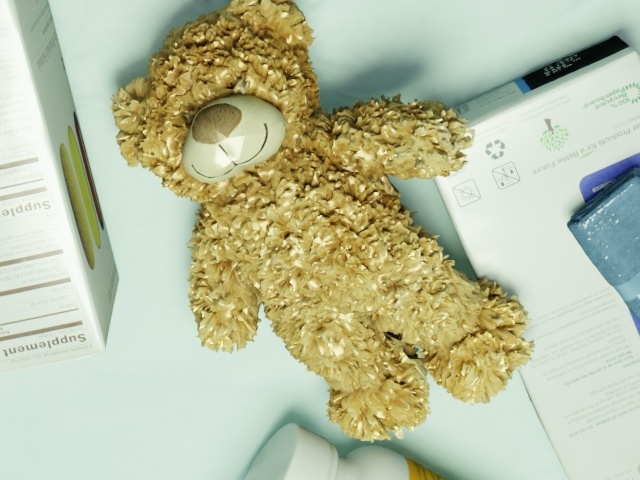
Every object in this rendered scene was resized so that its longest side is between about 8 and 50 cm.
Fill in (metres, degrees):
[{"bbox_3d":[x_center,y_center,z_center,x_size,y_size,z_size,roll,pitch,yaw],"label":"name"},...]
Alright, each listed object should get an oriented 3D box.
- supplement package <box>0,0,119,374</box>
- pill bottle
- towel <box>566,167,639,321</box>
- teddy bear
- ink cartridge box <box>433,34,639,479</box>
[{"bbox_3d":[-0.228,-0.046,0.982,0.133,0.139,0.244,-11,111,1],"label":"supplement package"},{"bbox_3d":[0.059,0.237,1.103,0.245,0.136,0.136,31,105,-13],"label":"pill bottle"},{"bbox_3d":[0.228,0.011,1.027,0.067,0.029,0.119,-38,108,9],"label":"towel"},{"bbox_3d":[0.000,0.000,1.008,0.245,0.113,0.338,-8,117,27],"label":"teddy bear"},{"bbox_3d":[0.206,0.034,1.082,0.165,0.065,0.333,-23,108,4],"label":"ink cartridge box"}]
